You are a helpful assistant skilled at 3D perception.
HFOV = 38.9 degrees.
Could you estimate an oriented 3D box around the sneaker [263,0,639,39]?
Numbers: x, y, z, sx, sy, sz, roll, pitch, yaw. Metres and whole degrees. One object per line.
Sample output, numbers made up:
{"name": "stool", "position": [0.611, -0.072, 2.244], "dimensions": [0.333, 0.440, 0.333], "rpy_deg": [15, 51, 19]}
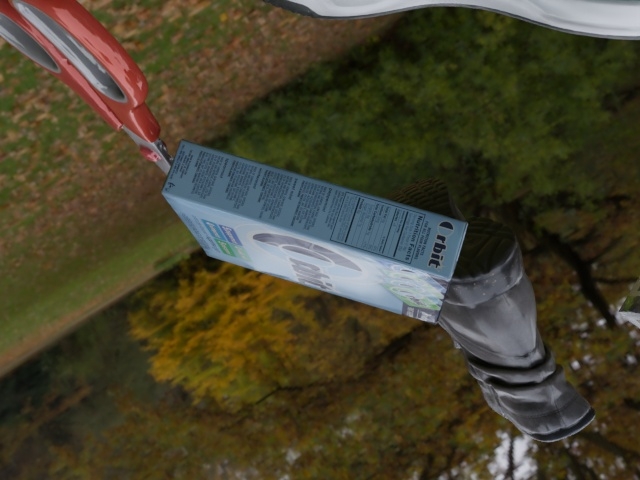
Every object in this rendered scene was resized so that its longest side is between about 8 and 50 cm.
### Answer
{"name": "sneaker", "position": [0.063, -0.202, 0.454], "dimensions": [0.295, 0.178, 0.124], "rpy_deg": [9, -126, 17]}

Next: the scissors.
{"name": "scissors", "position": [-0.111, -0.066, 0.591], "dimensions": [0.109, 0.297, 0.021], "rpy_deg": [17, -112, 37]}

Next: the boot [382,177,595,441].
{"name": "boot", "position": [0.147, 0.070, 0.962], "dimensions": [0.118, 0.223, 0.338], "rpy_deg": [-29, -159, -1]}

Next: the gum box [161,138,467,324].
{"name": "gum box", "position": [0.000, 0.000, 0.617], "dimensions": [0.157, 0.184, 0.041], "rpy_deg": [75, 33, -74]}

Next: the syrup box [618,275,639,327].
{"name": "syrup box", "position": [0.366, 0.082, 0.708], "dimensions": [0.093, 0.237, 0.096], "rpy_deg": [-58, -176, -4]}
